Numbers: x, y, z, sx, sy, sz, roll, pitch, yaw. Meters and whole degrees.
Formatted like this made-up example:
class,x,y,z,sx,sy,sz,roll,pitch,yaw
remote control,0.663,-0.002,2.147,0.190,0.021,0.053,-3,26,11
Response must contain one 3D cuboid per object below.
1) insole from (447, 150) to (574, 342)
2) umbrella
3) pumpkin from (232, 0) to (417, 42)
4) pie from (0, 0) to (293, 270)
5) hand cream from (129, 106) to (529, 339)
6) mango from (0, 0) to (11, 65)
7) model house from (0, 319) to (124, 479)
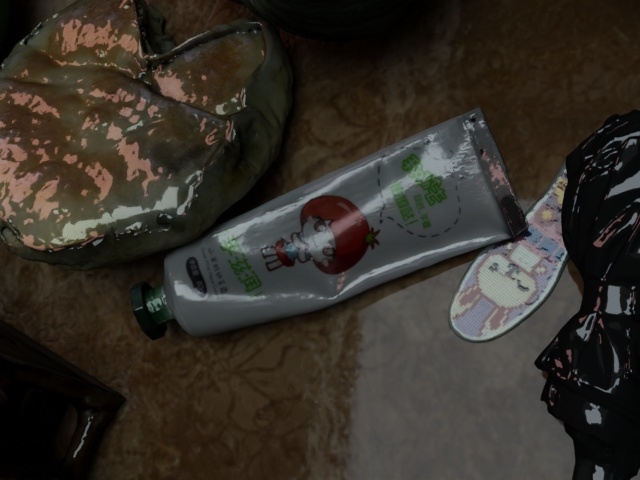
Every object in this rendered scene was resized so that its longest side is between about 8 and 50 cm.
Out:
class,x,y,z,sx,sy,sz,roll,pitch,yaw
insole,0.175,0.003,0.643,0.065,0.004,0.197,41,92,24
umbrella,0.212,0.074,0.565,0.118,0.118,0.340,8,84,21
pumpkin,-0.020,-0.333,0.649,0.327,0.291,0.257,42,73,12
pie,-0.191,-0.112,0.744,0.337,0.075,0.338,-7,58,12
hand cream,0.000,0.000,0.679,0.335,0.076,0.121,-22,68,6
mango,-0.435,-0.202,0.806,0.225,0.201,0.382,-1,72,30
model house,-0.393,0.169,0.651,0.297,0.317,0.283,23,80,36
